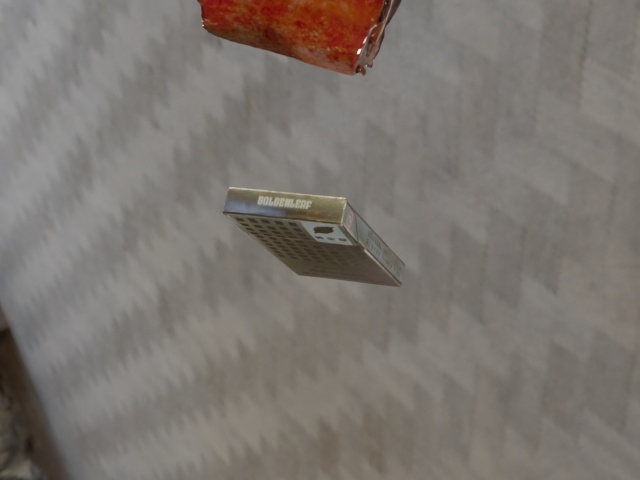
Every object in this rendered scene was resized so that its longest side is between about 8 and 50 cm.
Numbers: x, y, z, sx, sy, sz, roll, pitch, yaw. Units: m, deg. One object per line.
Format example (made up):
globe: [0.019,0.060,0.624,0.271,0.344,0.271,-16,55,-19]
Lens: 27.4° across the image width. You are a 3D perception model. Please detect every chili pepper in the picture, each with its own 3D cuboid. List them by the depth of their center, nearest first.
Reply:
chili pepper: [-0.034,-0.372,1.876,0.229,0.306,0.251,71,-149,-78]

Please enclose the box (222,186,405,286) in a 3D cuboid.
box: [-0.001,0.000,1.937,0.180,0.047,0.325,7,166,20]
